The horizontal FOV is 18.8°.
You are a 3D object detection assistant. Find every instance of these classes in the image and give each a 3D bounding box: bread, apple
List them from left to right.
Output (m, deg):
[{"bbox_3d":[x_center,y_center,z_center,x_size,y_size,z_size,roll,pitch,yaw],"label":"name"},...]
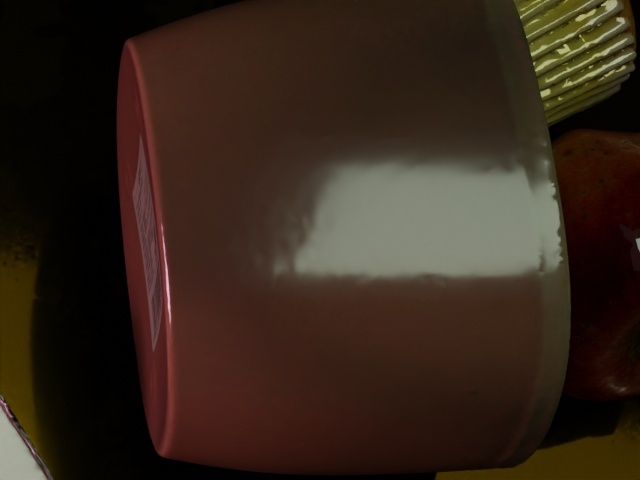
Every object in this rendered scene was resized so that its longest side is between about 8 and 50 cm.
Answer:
[{"bbox_3d":[0.100,-0.186,1.269,0.133,0.179,0.250,-30,71,-16],"label":"bread"},{"bbox_3d":[0.184,0.011,1.231,0.147,0.156,0.158,-9,50,-14],"label":"apple"}]

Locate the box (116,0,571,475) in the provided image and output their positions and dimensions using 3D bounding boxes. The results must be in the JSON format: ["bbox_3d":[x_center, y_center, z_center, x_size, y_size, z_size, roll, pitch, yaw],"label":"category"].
[{"bbox_3d":[0.000,0.000,1.118,0.216,0.301,0.301,-7,71,-11],"label":"box"}]

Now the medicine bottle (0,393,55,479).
[{"bbox_3d":[-0.244,0.172,1.090,0.201,0.052,0.171,-31,81,-24],"label":"medicine bottle"}]
